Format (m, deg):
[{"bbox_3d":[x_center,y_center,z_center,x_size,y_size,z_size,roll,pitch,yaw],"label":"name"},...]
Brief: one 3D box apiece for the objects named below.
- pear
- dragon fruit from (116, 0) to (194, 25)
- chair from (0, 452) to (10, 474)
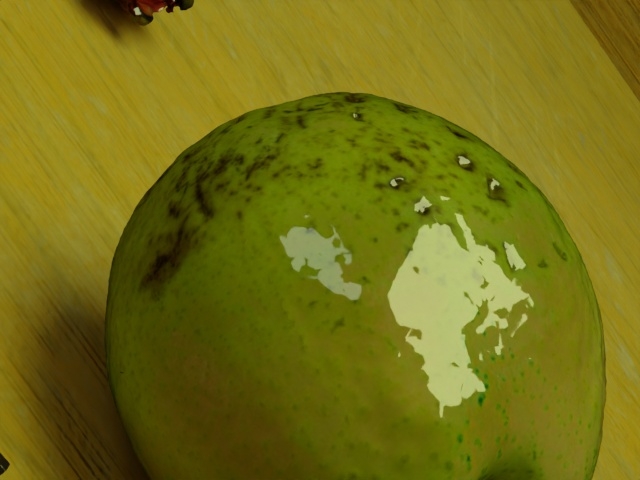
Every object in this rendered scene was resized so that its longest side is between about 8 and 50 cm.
[{"bbox_3d":[0.032,0.096,1.274,0.391,0.391,0.391,41,29,-29],"label":"pear"},{"bbox_3d":[-0.172,-0.299,1.667,0.208,0.150,0.133,-103,178,-49],"label":"dragon fruit"},{"bbox_3d":[-0.326,0.056,0.882,0.319,0.186,0.160,54,26,-15],"label":"chair"}]
